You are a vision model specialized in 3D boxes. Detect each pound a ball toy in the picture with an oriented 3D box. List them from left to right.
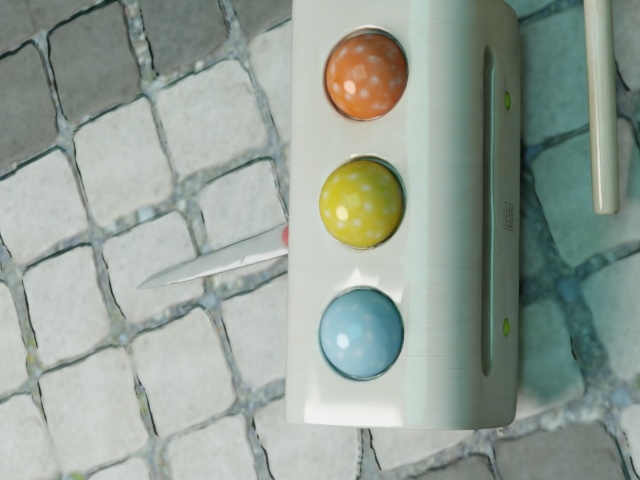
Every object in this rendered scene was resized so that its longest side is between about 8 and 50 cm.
[{"bbox_3d":[0.081,-0.044,1.063,0.208,0.136,0.319,0,86,28],"label":"pound a ball toy"}]

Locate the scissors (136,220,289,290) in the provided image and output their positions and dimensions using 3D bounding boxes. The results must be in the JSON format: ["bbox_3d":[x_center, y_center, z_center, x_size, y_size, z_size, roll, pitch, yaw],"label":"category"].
[{"bbox_3d":[0.000,0.000,1.186,0.297,0.021,0.109,-33,73,20],"label":"scissors"}]
